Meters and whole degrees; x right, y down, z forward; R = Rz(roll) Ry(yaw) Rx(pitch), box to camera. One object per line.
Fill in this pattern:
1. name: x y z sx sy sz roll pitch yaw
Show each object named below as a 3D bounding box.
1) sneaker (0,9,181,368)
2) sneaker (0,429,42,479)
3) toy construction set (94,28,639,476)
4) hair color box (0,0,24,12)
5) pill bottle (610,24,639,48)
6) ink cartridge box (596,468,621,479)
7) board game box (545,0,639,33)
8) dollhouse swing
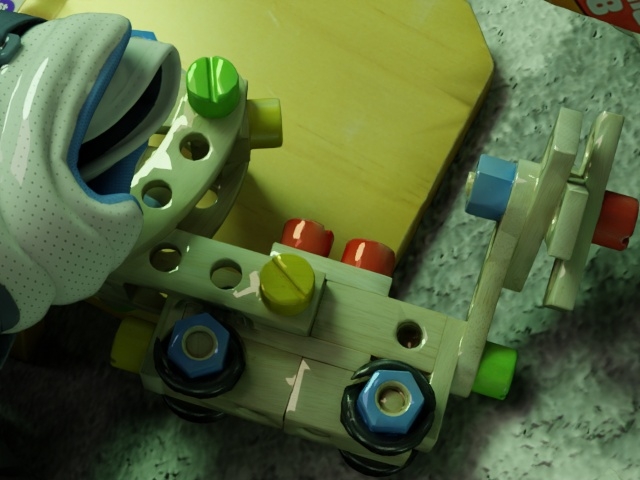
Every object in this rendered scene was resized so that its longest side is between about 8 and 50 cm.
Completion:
1. sneaker: -0.189 -0.078 0.615 0.236 0.130 0.323 -13 48 -4
2. sneaker: -0.241 0.110 0.687 0.139 0.125 0.341 -46 66 49
3. toy construction set: 0.000 0.000 0.665 0.327 0.151 0.215 11 67 17
4. hair color box: -0.297 -0.186 0.927 0.339 0.185 0.110 -59 0 -1
5. pill bottle: 0.215 -0.224 0.700 0.176 0.176 0.319 -24 44 22
6. ink cartridge box: 0.107 0.224 0.517 0.181 0.056 0.225 -38 22 7
7. board game box: 0.321 -0.267 0.410 0.356 0.356 0.356 20 64 8
8. dollhouse swing: -0.091 -0.054 0.894 0.347 0.305 0.315 -61 2 -20
